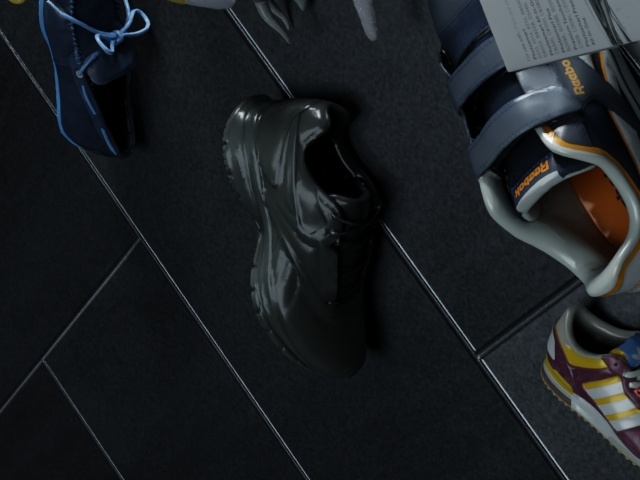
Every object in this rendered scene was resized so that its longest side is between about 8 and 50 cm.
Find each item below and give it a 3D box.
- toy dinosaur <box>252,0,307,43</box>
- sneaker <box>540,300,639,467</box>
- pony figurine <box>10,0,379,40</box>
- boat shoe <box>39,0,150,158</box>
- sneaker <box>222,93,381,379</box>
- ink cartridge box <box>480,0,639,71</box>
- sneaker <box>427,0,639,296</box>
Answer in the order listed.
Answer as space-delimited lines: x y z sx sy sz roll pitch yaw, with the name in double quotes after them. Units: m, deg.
-0.136 -0.318 1.356 0.313 0.121 0.160 37 124 22 "toy dinosaur"
0.262 0.125 1.224 0.185 0.069 0.084 34 137 27 "sneaker"
-0.054 -0.331 1.142 0.303 0.363 0.351 15 106 49 "pony figurine"
-0.221 -0.197 1.541 0.089 0.109 0.258 28 145 24 "boat shoe"
0.000 0.000 1.405 0.130 0.109 0.286 -3 111 40 "sneaker"
0.227 -0.196 1.021 0.203 0.148 0.086 -7 112 47 "ink cartridge box"
0.171 -0.099 1.156 0.321 0.127 0.126 53 140 13 "sneaker"
